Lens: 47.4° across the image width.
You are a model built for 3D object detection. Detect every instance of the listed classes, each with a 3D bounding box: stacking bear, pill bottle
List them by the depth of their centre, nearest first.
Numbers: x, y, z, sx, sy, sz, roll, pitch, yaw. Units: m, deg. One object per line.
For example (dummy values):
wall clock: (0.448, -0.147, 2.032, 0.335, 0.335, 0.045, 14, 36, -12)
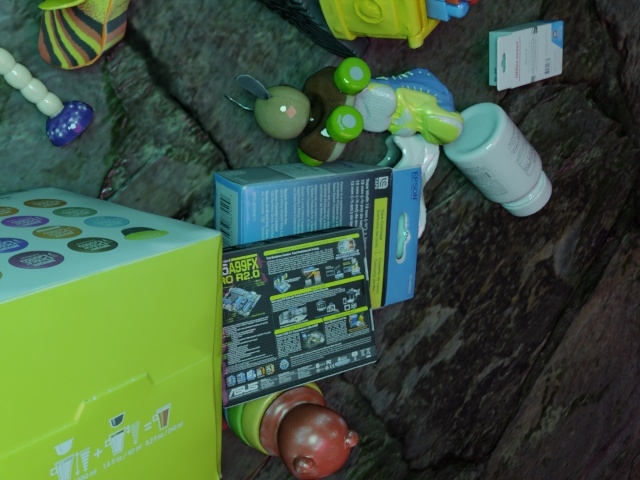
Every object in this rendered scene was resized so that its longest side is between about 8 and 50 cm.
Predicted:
stacking bear: (-0.060, 0.274, 1.148, 0.175, 0.289, 0.164, -17, 115, -30)
pill bottle: (0.345, -0.146, 1.390, 0.229, 0.131, 0.131, 38, 83, -38)

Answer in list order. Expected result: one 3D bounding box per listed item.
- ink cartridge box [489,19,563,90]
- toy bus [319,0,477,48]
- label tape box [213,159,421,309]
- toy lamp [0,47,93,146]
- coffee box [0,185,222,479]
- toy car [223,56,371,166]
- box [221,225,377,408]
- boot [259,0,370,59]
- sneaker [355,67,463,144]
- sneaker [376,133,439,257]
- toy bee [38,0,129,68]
ink cartridge box: (0.379, -0.354, 1.387, 0.180, 0.060, 0.104, -20, 117, -29)
toy bus: (0.132, -0.356, 0.934, 0.220, 0.211, 0.149, -53, 146, -23)
label tape box: (0.000, 0.000, 1.210, 0.348, 0.115, 0.249, -11, 111, -34)
toy lamp: (-0.398, -0.227, 0.872, 0.080, 0.080, 0.274, -49, 128, -11)
coffee box: (-0.339, 0.149, 0.823, 0.338, 0.334, 0.338, -20, 119, -52)
toy car: (-0.045, -0.206, 1.088, 0.188, 0.155, 0.148, 14, 75, -18)
box: (-0.049, 0.103, 1.074, 0.270, 0.060, 0.216, -12, 98, -31)
boot: (0.044, -0.524, 1.003, 0.367, 0.146, 0.445, 19, 99, -61)
sneaker: (0.130, -0.245, 1.247, 0.240, 0.091, 0.126, 18, 50, -18)
sneaker: (0.129, -0.085, 1.298, 0.115, 0.090, 0.232, 8, 92, -30)
toy bee: (-0.251, -0.319, 0.829, 0.298, 0.162, 0.195, 98, 14, -59)
